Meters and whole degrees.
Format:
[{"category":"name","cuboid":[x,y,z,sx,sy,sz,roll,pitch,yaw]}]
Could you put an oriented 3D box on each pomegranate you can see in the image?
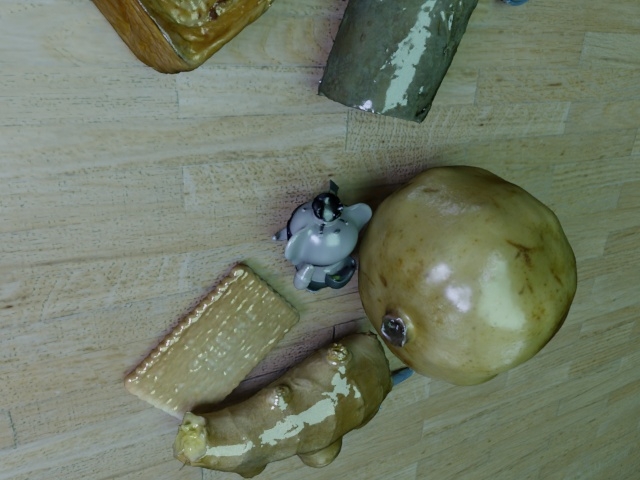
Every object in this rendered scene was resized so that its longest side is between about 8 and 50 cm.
[{"category":"pomegranate","cuboid":[0.204,0.054,0.776,0.333,0.332,0.332,-12,117,-26]}]

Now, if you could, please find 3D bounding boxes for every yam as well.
[{"category":"yam","cuboid":[0.109,-0.286,0.653,0.161,0.161,0.268,15,103,-34]}]

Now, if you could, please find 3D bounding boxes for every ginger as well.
[{"category":"ginger","cuboid":[-0.045,0.288,0.850,0.376,0.166,0.236,-16,144,-11]}]

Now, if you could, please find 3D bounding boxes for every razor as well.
[{"category":"razor","cuboid":[0.140,0.277,0.998,0.135,0.068,0.040,-16,119,-38]}]

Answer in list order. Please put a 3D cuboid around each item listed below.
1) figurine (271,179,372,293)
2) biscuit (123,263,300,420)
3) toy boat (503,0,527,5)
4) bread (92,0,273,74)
[{"category":"figurine","cuboid":[0.000,0.000,0.734,0.147,0.126,0.192,-32,154,-27]},{"category":"biscuit","cuboid":[-0.159,0.162,0.777,0.249,0.030,0.160,-47,126,-4]},{"category":"toy boat","cuboid":[0.338,-0.413,0.788,0.140,0.066,0.059,-42,130,-6]},{"category":"bread","cuboid":[-0.151,-0.265,0.521,0.149,0.143,0.158,-41,126,-18]}]
